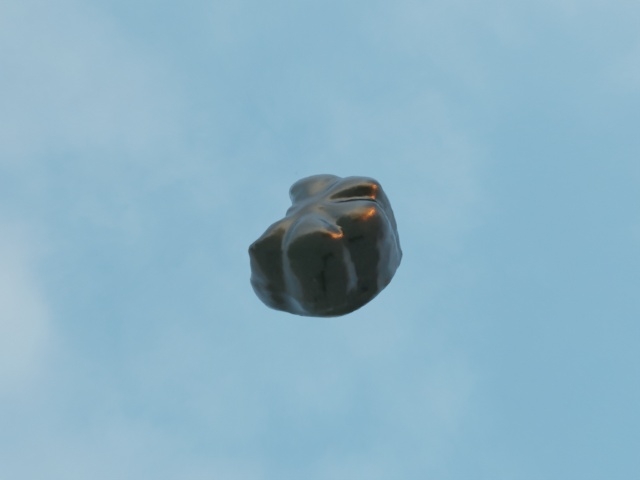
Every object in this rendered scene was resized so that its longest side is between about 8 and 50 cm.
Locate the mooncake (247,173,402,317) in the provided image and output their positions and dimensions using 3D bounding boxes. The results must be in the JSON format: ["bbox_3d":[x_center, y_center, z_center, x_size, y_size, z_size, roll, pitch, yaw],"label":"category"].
[{"bbox_3d":[0.000,0.000,1.010,0.169,0.175,0.104,-20,-57,1],"label":"mooncake"}]
